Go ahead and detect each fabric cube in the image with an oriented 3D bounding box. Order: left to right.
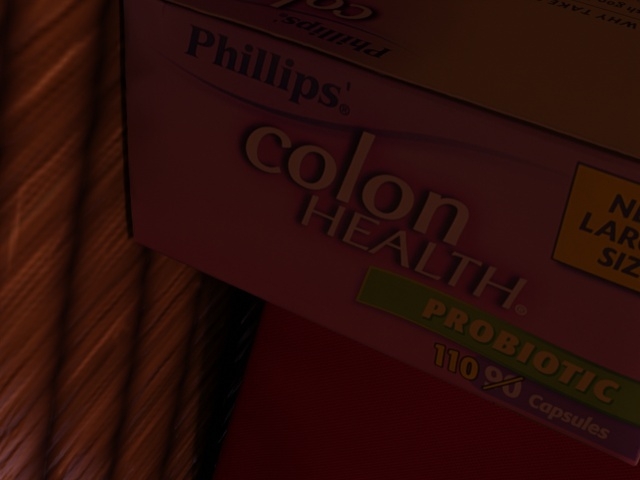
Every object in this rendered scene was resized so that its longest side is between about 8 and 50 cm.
[{"bbox_3d":[0.116,0.089,0.605,0.259,0.254,0.258,-44,157,-49],"label":"fabric cube"}]

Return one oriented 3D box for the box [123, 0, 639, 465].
[{"bbox_3d":[0.079,-0.064,0.447,0.243,0.214,0.117,-45,150,-46],"label":"box"}]
